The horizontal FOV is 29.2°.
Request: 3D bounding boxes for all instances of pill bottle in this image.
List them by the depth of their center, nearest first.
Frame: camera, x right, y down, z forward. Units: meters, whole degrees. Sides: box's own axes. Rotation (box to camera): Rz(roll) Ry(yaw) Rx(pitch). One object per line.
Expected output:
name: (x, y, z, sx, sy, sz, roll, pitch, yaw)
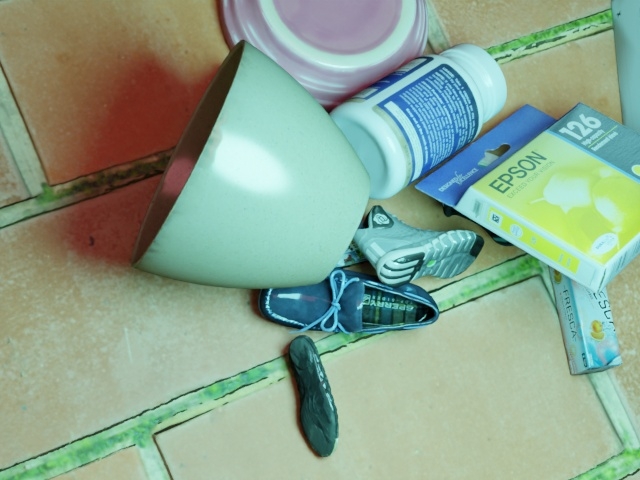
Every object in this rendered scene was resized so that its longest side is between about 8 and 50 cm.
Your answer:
pill bottle: (0.144, -0.183, 1.810, 0.265, 0.153, 0.153, -34, 85, -31)

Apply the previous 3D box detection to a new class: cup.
cup: (-0.075, -0.064, 1.634, 0.237, 0.331, 0.331, 27, 68, -13)

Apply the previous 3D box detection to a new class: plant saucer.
plant saucer: (0.015, -0.360, 1.874, 0.332, 0.084, 0.332, 4, 73, -15)

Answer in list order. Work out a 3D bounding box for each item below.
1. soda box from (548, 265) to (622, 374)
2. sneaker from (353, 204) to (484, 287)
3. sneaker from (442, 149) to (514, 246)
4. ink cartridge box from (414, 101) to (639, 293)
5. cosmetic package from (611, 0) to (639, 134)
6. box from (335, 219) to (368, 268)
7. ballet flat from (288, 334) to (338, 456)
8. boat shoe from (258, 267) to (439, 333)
soda box: (0.397, 0.106, 1.848, 0.058, 0.063, 0.183, -5, 75, -18)
sneaker: (0.134, -0.009, 1.784, 0.229, 0.086, 0.132, -6, 44, -49)
sneaker: (0.321, -0.031, 1.817, 0.302, 0.108, 0.121, 18, 48, 7)
ink cartridge box: (0.348, -0.089, 1.755, 0.307, 0.072, 0.304, 35, 48, 23)
cosmetic package: (0.570, -0.262, 1.894, 0.098, 0.284, 0.377, 4, 73, -18)
box: (0.000, 0.000, 1.787, 0.137, 0.027, 0.093, -12, 78, -19)
ballet flat: (-0.003, 0.214, 1.710, 0.058, 0.049, 0.173, -16, 81, 22)
boat shoe: (0.045, 0.080, 1.728, 0.258, 0.089, 0.109, -3, 97, -15)
